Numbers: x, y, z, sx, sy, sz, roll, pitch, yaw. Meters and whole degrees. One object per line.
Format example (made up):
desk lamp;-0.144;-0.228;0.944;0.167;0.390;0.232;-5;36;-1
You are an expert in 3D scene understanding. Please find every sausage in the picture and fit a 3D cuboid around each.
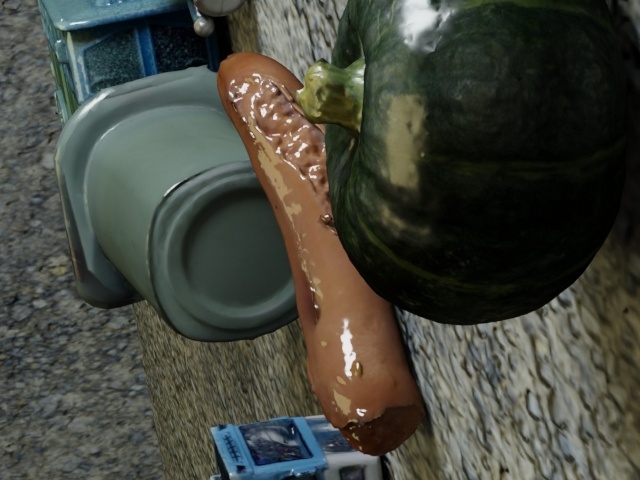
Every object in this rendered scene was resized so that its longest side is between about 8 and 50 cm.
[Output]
sausage;0.000;0.000;1.141;0.078;0.078;0.304;107;148;-67

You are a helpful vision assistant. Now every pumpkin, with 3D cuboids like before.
pumpkin;0.058;-0.049;0.683;0.167;0.125;0.167;163;90;-88

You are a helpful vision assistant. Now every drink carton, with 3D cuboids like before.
drink carton;-0.098;-0.020;1.327;0.189;0.185;0.191;-134;36;-64

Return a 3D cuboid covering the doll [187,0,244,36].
doll;-0.108;-0.236;1.402;0.152;0.085;0.114;42;129;53

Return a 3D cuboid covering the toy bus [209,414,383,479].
toy bus;-0.006;0.282;1.305;0.106;0.131;0.297;-127;28;-69

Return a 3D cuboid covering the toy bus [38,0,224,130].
toy bus;-0.183;-0.175;1.635;0.312;0.152;0.190;-127;28;-66
